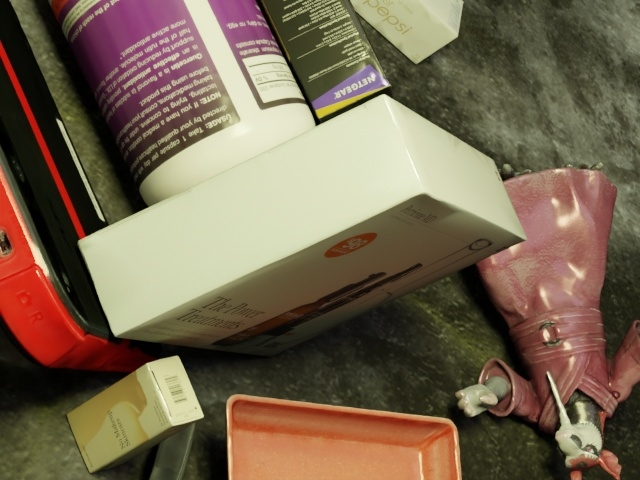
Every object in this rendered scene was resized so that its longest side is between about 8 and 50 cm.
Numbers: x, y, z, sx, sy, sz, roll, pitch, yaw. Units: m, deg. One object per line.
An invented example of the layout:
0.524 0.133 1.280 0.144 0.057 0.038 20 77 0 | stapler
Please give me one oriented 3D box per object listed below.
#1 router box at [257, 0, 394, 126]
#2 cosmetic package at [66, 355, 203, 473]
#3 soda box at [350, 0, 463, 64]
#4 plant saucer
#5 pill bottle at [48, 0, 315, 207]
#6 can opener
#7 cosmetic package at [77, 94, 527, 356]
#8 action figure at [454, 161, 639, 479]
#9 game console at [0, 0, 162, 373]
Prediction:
-0.006 -0.215 1.976 0.309 0.081 0.243 59 5 -80 | router box
-0.158 0.148 1.632 0.041 0.115 0.060 -10 71 -51 | cosmetic package
0.068 -0.309 2.270 0.216 0.074 0.069 39 40 -24 | soda box
0.019 0.280 1.741 0.259 0.048 0.258 9 67 -32 | plant saucer
-0.123 -0.149 1.839 0.181 0.181 0.323 -14 76 -53 | pill bottle
-0.131 0.207 1.676 0.073 0.059 0.186 17 36 -8 | can opener
0.000 0.000 1.683 0.097 0.284 0.377 66 15 13 | cosmetic package
0.250 0.101 2.143 0.276 0.248 0.370 96 -16 -80 | action figure
-0.260 -0.070 1.616 0.342 0.060 0.386 44 21 -80 | game console
